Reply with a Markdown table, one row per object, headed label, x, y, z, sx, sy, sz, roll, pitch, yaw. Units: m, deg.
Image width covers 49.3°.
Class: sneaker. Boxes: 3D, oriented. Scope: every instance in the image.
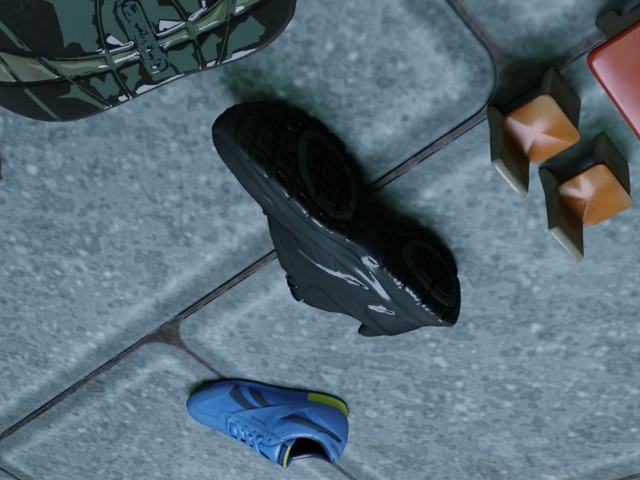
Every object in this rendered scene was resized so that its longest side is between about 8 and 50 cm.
| label | x | y | z | sx | sy | sz | roll | pitch | yaw |
| --- | --- | --- | --- | --- | --- | --- | --- | --- | --- |
| sneaker | -0.071 | 0.224 | 0.842 | 0.209 | 0.082 | 0.069 | 5 | 131 | 11 |
| sneaker | 0.000 | 0.000 | 0.632 | 0.130 | 0.109 | 0.286 | -29 | 115 | 38 |

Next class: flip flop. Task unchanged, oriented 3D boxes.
| label | x | y | z | sx | sy | sz | roll | pitch | yaw |
| --- | --- | --- | --- | --- | --- | --- | --- | --- | --- |
| flip flop | -0.154 | -0.173 | 0.550 | 0.276 | 0.080 | 0.112 | -15 | 120 | 6 |

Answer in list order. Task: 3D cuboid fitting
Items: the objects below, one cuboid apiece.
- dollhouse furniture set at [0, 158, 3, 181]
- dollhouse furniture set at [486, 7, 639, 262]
| label | x | y | z | sx | sy | sz | roll | pitch | yaw |
| --- | --- | --- | --- | --- | --- | --- | --- | --- | --- |
| dollhouse furniture set | -0.437 | -0.078 | 0.701 | 0.181 | 0.101 | 0.161 | -30 | 92 | 32 |
| dollhouse furniture set | 0.289 | -0.057 | 0.491 | 0.262 | 0.135 | 0.259 | -32 | 115 | 32 |
